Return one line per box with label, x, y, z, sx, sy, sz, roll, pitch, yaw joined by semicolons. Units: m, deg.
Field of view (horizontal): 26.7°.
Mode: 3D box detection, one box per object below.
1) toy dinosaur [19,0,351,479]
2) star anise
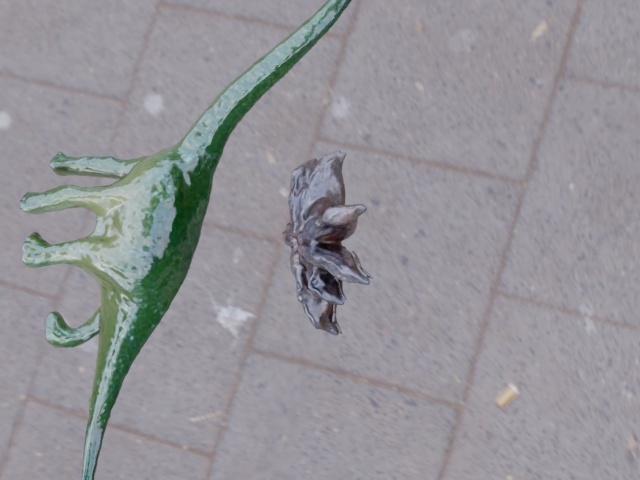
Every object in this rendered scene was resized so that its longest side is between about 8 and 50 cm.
toy dinosaur;-0.089;-0.015;1.084;0.300;0.087;0.447;-4;83;12
star anise;-0.001;-0.001;1.000;0.042;0.141;0.141;-2;74;-16
